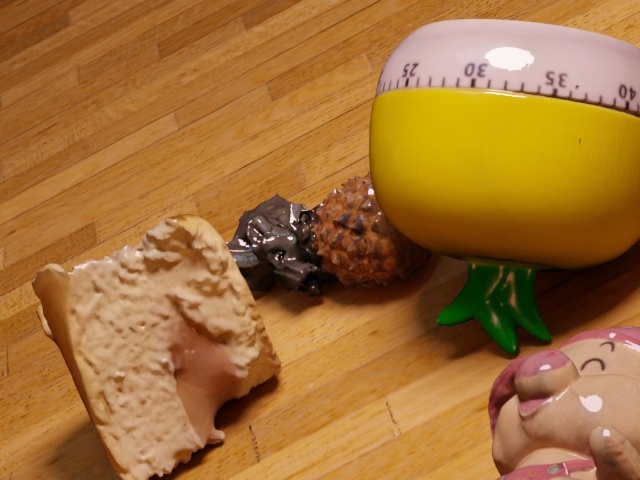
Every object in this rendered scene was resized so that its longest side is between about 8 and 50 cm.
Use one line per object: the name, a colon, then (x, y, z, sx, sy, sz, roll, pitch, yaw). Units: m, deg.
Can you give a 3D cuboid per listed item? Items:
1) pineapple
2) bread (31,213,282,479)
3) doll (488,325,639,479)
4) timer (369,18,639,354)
pineapple: (0.000, 0.000, 1.752, 0.237, 0.111, 0.119, -12, 2, 40)
bread: (-0.157, 0.073, 1.668, 0.183, 0.224, 0.211, -26, 20, -4)
doll: (0.181, 0.158, 1.267, 0.196, 0.152, 0.256, 7, 39, 30)
timer: (0.164, -0.038, 1.544, 0.285, 0.285, 0.285, -23, 29, 13)
